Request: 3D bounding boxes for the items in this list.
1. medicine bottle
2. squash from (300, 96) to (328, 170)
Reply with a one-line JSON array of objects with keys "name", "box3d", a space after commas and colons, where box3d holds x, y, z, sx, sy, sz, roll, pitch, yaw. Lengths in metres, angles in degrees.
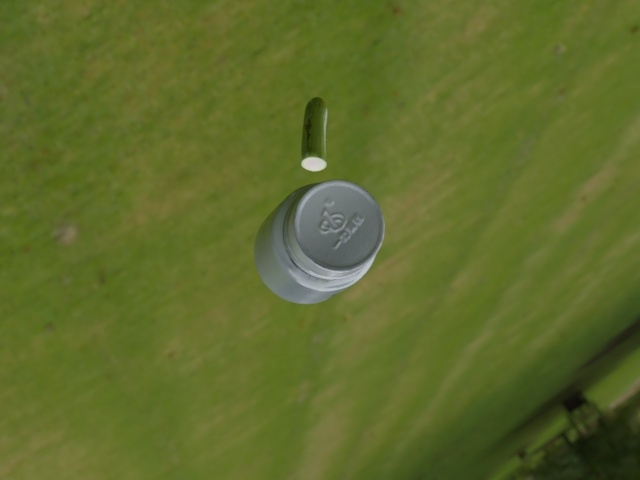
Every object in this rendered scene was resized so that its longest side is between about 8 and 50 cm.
[{"name": "medicine bottle", "box3d": [0.000, 0.000, 1.096, 0.080, 0.080, 0.130, -29, 178, -16]}, {"name": "squash", "box3d": [-0.006, -0.113, 1.567, 0.027, 0.083, 0.027, 2, 147, 1]}]
